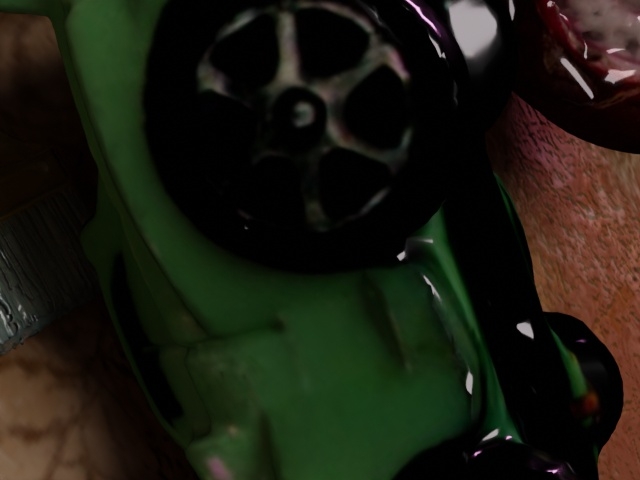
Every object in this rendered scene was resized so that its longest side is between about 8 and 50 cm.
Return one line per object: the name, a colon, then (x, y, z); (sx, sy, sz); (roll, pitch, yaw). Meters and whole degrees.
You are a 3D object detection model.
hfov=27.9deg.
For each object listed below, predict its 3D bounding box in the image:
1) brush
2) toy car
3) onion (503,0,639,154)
brush: (-0.149, -0.064, 0.476); (0.082, 0.010, 0.218); (-38, 102, -52)
toy car: (0.000, 0.000, 0.494); (0.213, 0.176, 0.358); (-45, 117, -70)
onion: (0.180, -0.236, 0.722); (0.341, 0.341, 0.341); (26, 53, -41)
